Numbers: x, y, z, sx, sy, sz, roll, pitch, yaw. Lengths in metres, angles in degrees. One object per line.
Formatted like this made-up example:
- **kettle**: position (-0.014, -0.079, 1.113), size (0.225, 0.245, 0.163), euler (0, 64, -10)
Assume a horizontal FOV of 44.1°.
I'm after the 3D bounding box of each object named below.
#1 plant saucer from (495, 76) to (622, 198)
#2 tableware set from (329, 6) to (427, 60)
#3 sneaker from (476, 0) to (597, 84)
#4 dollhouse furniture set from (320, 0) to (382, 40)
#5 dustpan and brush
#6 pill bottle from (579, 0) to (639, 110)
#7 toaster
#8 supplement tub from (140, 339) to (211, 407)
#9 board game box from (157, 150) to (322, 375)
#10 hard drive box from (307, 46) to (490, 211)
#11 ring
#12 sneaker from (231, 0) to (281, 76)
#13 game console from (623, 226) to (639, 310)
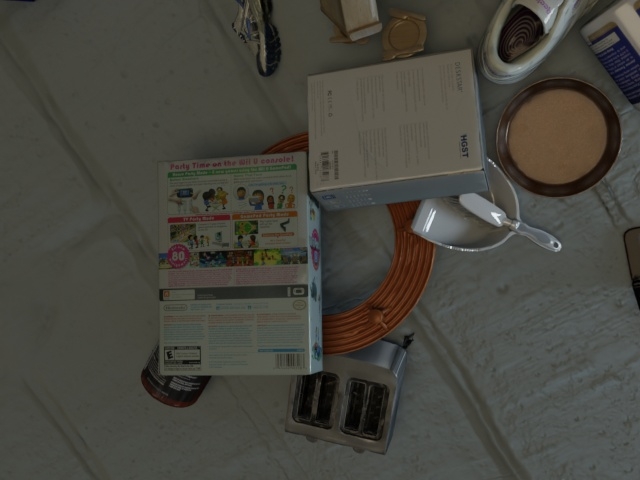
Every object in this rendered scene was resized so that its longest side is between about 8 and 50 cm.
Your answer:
- **plant saucer**: position (0.331, -0.143, 1.103), size (0.168, 0.029, 0.168), euler (3, 104, 12)
- **tableware set**: position (0.087, -0.327, 1.079), size (0.141, 0.020, 0.168), euler (9, 84, 23)
- **sneaker**: position (0.312, -0.324, 0.995), size (0.114, 0.152, 0.305), euler (35, 108, 5)
- **dollhouse furniture set**: position (0.160, -0.416, 1.026), size (0.355, 0.303, 0.174), euler (-21, 130, -9)
- **dustpan and brush**: position (0.250, -0.033, 1.125), size (0.211, 0.060, 0.147), euler (26, 82, -22)
- **pill bottle**: position (0.432, -0.230, 1.013), size (0.112, 0.112, 0.186), euler (-36, 94, 19)
- **toaster**: position (0.043, 0.228, 1.223), size (0.168, 0.110, 0.185), euler (11, 106, 9)
- **supplement tub**: position (-0.202, 0.164, 1.266), size (0.106, 0.106, 0.198), euler (33, 109, 3)
- **board game box**: position (-0.112, 0.035, 1.119), size (0.224, 0.097, 0.303), euler (-2, 86, 13)
- **hard drive box**: position (0.105, -0.148, 1.082), size (0.232, 0.089, 0.181), euler (-6, 72, 15)
- **ring**: position (0.000, 0.000, 1.158), size (0.336, 0.032, 0.336), euler (-1, 85, 14)
- **sneaker**: position (-0.097, -0.305, 1.154), size (0.058, 0.052, 0.135), euler (-6, 96, 25)
- **game console**: position (0.504, 0.041, 1.084), size (0.144, 0.124, 0.085), euler (-12, 128, 16)
